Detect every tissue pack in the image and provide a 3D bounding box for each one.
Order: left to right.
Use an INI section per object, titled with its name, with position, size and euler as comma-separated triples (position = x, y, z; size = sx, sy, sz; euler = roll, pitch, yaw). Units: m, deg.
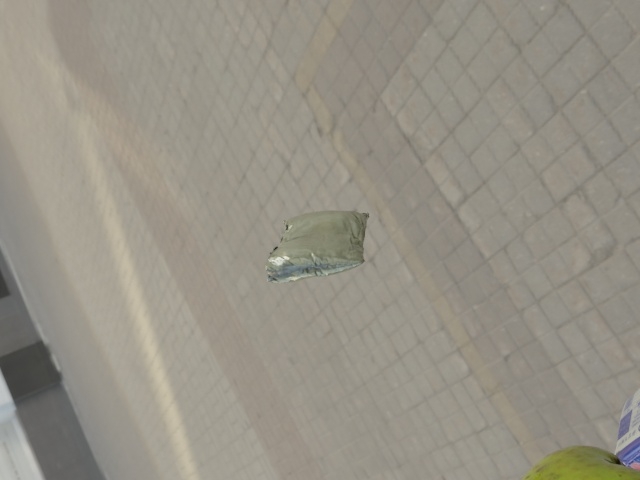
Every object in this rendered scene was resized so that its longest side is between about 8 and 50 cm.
[tissue pack]
position = 0.786, 0.435, 1.687
size = 0.137, 0.209, 0.269
euler = 15, 151, 11

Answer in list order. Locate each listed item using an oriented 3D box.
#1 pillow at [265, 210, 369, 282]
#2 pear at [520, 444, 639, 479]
[pillow]
position = 0.000, 0.000, 1.145
size = 0.229, 0.148, 0.050
euler = -77, -15, -67
[pear]
position = 0.226, 0.278, 0.554
size = 0.292, 0.159, 0.292
euler = -53, 24, 36
